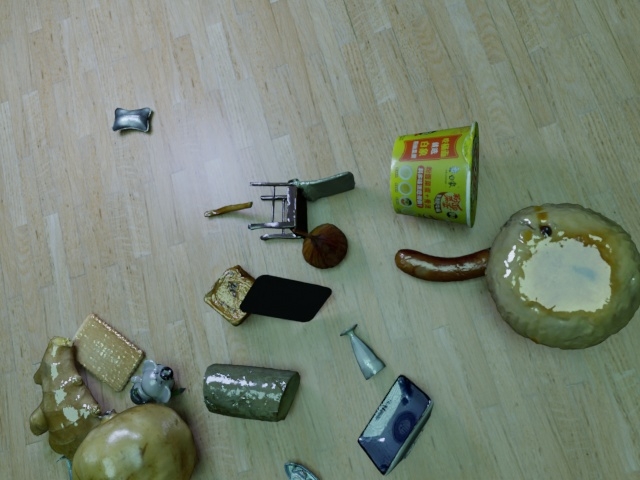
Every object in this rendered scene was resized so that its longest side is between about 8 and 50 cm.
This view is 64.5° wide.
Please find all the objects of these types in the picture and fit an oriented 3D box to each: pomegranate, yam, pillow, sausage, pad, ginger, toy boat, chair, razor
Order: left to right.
[{"bbox_3d":[-0.817,0.508,1.622,0.236,0.166,0.375,-41,62,26],"label":"ginger"},{"bbox_3d":[-0.787,0.743,1.611,0.040,0.068,0.135,-17,90,7],"label":"razor"},{"bbox_3d":[-0.668,-0.428,1.792,0.136,0.055,0.091,1,48,7],"label":"pillow"},{"bbox_3d":[-0.532,0.624,1.456,0.333,0.332,0.332,-2,80,10],"label":"pomegranate"},{"bbox_3d":[-0.204,0.448,1.502,0.268,0.161,0.161,5,81,11],"label":"yam"},{"bbox_3d":[-0.069,0.102,1.476,0.250,0.055,0.323,16,106,-28],"label":"pad"},{"bbox_3d":[-0.051,0.698,1.478,0.140,0.066,0.059,36,91,15],"label":"toy boat"},{"bbox_3d":[-0.051,-0.104,1.579,0.319,0.160,0.186,-3,74,10],"label":"chair"},{"bbox_3d":[0.374,0.073,1.511,0.302,0.076,0.102,-2,72,8],"label":"sausage"}]

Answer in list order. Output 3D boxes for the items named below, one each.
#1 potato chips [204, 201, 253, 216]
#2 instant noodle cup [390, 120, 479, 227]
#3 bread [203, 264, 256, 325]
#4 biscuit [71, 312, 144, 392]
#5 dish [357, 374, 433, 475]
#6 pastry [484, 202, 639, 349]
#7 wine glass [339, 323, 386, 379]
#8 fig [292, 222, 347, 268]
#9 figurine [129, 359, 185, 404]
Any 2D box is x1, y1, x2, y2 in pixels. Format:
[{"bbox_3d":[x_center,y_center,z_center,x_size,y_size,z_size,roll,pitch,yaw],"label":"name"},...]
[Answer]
[{"bbox_3d":[-0.296,-0.103,1.653,0.204,0.037,0.026,-8,95,32],"label":"potato chips"},{"bbox_3d":[0.334,-0.190,1.464,0.222,0.311,0.311,2,80,20],"label":"instant noodle cup"},{"bbox_3d":[-0.261,0.170,1.571,0.149,0.143,0.158,44,89,7],"label":"bread"},{"bbox_3d":[-0.709,0.367,1.670,0.250,0.030,0.160,31,86,14],"label":"biscuit"},{"bbox_3d":[0.229,0.525,1.431,0.080,0.182,0.243,36,86,-22],"label":"dish"},{"bbox_3d":[0.631,0.090,1.342,0.389,0.313,0.388,-5,76,19],"label":"pastry"},{"bbox_3d":[0.126,0.330,1.513,0.073,0.073,0.155,-32,73,3],"label":"wine glass"},{"bbox_3d":[0.000,0.000,1.530,0.134,0.201,0.146,26,77,26],"label":"fig"},{"bbox_3d":[-0.514,0.443,1.570,0.192,0.126,0.147,-36,86,32],"label":"figurine"}]
